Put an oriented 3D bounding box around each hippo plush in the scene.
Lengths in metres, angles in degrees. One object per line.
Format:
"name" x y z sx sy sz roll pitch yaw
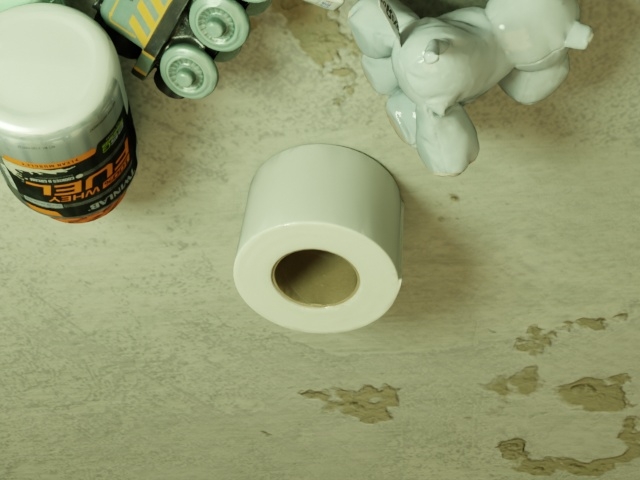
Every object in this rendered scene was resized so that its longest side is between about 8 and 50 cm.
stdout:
"hippo plush" 0.184 -0.253 1.204 0.236 0.234 0.294 -29 149 -6

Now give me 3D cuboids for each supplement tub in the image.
"supplement tub" -0.345 -0.151 1.299 0.193 0.194 0.316 8 159 -1

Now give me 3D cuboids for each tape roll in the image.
"tape roll" 0.000 0.000 1.473 0.246 0.169 0.246 3 136 3

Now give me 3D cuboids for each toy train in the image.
"toy train" -0.155 -0.321 1.196 0.190 0.142 0.334 34 133 -9

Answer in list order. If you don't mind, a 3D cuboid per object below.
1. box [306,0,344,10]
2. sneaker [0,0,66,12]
"box" -0.093 -0.409 1.038 0.321 0.232 0.058 18 178 -12
"sneaker" -0.331 -0.344 1.236 0.255 0.094 0.151 -25 159 8
